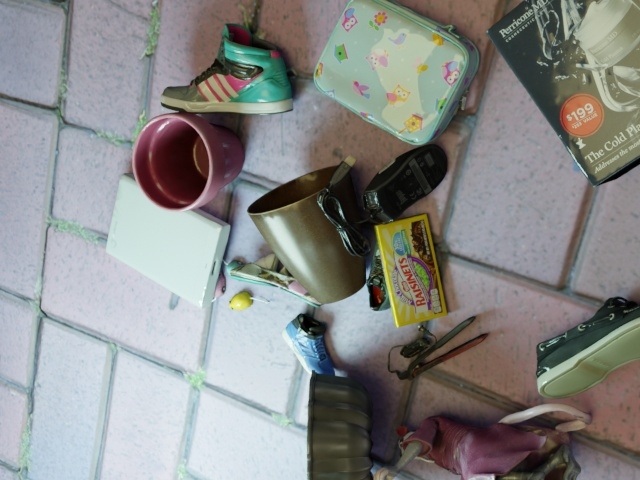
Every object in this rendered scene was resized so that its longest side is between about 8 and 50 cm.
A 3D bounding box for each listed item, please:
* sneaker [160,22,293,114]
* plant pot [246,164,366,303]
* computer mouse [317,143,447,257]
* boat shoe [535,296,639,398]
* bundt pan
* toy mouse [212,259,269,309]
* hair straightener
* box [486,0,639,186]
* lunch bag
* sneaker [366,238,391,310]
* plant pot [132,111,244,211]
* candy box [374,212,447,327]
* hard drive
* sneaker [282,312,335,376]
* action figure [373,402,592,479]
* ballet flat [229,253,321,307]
[{"bbox_3d":[-0.199,-0.351,1.746,0.295,0.124,0.178,4,107,20],"label":"sneaker"},{"bbox_3d":[0.000,0.000,1.693,0.215,0.215,0.230,-15,108,29],"label":"plant pot"},{"bbox_3d":[0.106,-0.112,1.595,0.262,0.184,0.060,-44,34,-4],"label":"computer mouse"},{"bbox_3d":[0.516,0.157,1.497,0.340,0.127,0.113,-43,37,35],"label":"boat shoe"},{"bbox_3d":[0.044,0.421,1.696,0.124,0.331,0.331,-2,101,4],"label":"bundt pan"},{"bbox_3d":[-0.207,0.091,1.900,0.161,0.031,0.143,-16,93,29],"label":"toy mouse"},{"bbox_3d":[0.218,0.206,1.703,0.230,0.047,0.089,-35,83,33],"label":"hair straightener"},{"bbox_3d":[0.502,-0.309,1.352,0.343,0.179,0.312,-38,78,28],"label":"box"},{"bbox_3d":[0.147,-0.320,1.584,0.279,0.108,0.224,33,109,16],"label":"lunch bag"},{"bbox_3d":[0.125,0.068,1.698,0.063,0.073,0.162,7,104,27],"label":"sneaker"},{"bbox_3d":[-0.259,-0.169,1.786,0.201,0.180,0.201,6,103,26],"label":"plant pot"},{"bbox_3d":[0.176,0.058,1.667,0.105,0.027,0.206,-13,95,-4],"label":"candy box"},{"bbox_3d":[-0.349,-0.003,1.931,0.307,0.040,0.203,27,112,27],"label":"hard drive"},{"bbox_3d":[-0.010,0.221,1.810,0.152,0.058,0.084,50,127,17],"label":"sneaker"},{"bbox_3d":[0.278,0.388,1.622,0.370,0.248,0.275,9,71,50],"label":"action figure"},{"bbox_3d":[-0.082,0.075,1.816,0.221,0.077,0.079,17,87,17],"label":"ballet flat"}]
